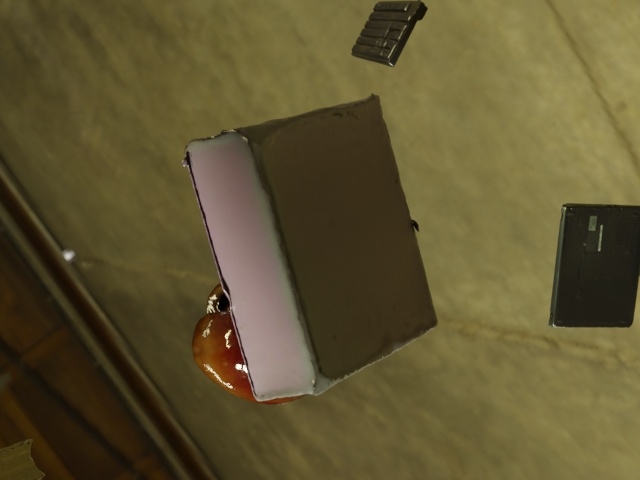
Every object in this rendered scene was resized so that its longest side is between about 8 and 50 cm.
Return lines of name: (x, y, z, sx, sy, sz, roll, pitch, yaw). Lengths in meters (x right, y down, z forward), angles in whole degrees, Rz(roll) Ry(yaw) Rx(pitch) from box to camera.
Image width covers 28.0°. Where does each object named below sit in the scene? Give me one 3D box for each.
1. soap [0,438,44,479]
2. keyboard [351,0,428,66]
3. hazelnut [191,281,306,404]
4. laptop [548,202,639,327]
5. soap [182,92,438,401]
soap: (-0.508, 0.352, 1.820, 0.076, 0.135, 0.233, 71, -161, 4)
keyboard: (0.093, -0.297, 1.812, 0.018, 0.101, 0.310, 28, -174, -12)
hazelnut: (-0.073, 0.129, 1.931, 0.217, 0.251, 0.217, 23, 148, 15)
laptop: (0.453, 0.043, 2.090, 0.026, 0.154, 0.207, -133, 47, -73)
soap: (0.000, 0.000, 1.433, 0.107, 0.285, 0.296, -13, 93, 33)
